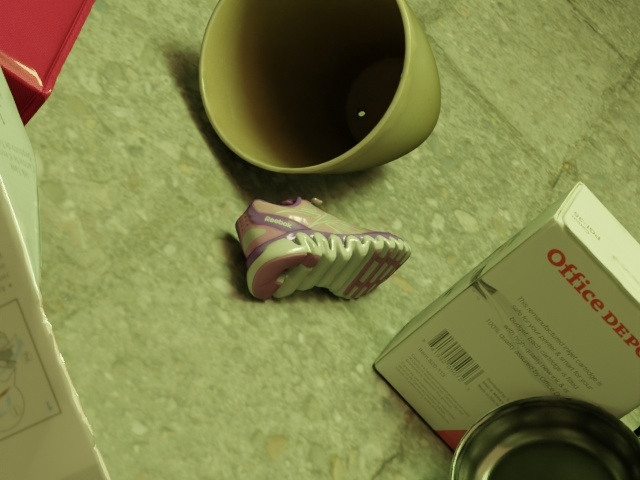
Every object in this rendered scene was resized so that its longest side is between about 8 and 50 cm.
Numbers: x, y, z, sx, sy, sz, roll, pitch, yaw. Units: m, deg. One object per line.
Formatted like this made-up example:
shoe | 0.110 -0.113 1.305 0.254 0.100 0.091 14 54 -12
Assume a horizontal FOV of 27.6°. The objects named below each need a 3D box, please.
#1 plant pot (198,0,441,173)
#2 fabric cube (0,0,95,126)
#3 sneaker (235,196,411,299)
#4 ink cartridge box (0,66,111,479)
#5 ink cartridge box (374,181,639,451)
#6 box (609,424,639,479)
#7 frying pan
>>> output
plant pot | 0.035 -0.186 1.535 0.256 0.256 0.274 59 18 18
fabric cube | -0.352 -0.176 1.031 0.258 0.259 0.254 36 33 -19
sneaker | 0.000 0.000 1.410 0.236 0.095 0.104 3 45 -46
ink cartridge box | -0.309 0.049 0.815 0.385 0.308 0.091 66 7 12
ink cartridge box | 0.232 0.109 1.375 0.207 0.283 0.117 47 33 -1
box | 0.553 0.368 1.449 0.471 0.297 0.480 53 35 12
frying pan | 0.200 0.285 1.228 0.197 0.053 0.326 14 53 19
